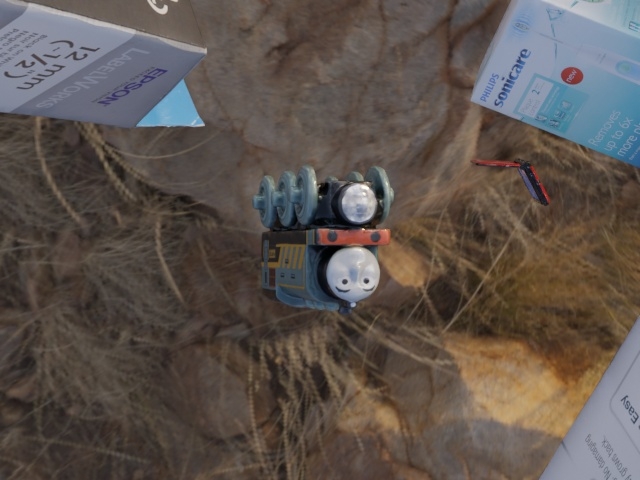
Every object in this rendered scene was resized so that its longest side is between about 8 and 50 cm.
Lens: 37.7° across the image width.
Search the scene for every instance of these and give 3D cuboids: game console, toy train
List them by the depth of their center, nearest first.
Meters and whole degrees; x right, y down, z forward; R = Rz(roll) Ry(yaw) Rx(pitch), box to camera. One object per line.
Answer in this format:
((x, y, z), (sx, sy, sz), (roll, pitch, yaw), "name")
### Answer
((0.000, 0.000, 1.275), (0.142, 0.334, 0.190), (-1, 90, -19), "toy train")
((0.337, -0.106, 1.677), (0.085, 0.144, 0.124), (-28, 95, 8), "game console")

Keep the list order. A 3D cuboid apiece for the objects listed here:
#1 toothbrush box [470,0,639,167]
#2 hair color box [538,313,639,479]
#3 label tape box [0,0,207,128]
((0.397, -0.258, 1.350), (0.296, 0.126, 0.216), (23, 143, 1), "toothbrush box")
((0.200, 0.145, 0.463), (0.105, 0.174, 0.347), (19, 111, -14), "hair color box")
((-0.172, -0.201, 0.517), (0.115, 0.348, 0.249), (-24, 81, 28), "label tape box")
